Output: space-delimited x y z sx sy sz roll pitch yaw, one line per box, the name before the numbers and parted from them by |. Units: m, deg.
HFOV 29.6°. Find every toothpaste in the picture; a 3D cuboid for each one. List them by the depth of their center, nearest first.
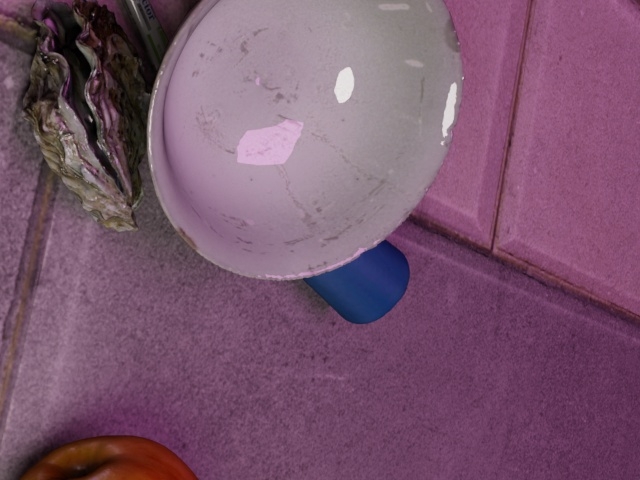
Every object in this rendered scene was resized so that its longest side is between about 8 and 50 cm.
toothpaste | -0.217 -0.271 1.501 0.048 0.029 0.197 -51 132 -36

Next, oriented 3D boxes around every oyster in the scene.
oyster | -0.267 -0.143 1.400 0.198 0.112 0.267 1 83 -72

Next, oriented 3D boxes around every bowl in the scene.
bowl | -0.050 -0.183 1.518 0.435 0.196 0.435 -14 119 -26

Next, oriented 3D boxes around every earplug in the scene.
earplug | 0.000 0.000 1.720 0.273 0.132 0.132 41 62 -41

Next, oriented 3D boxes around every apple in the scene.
apple | -0.228 0.337 1.368 0.242 0.242 0.241 -48 126 -38
